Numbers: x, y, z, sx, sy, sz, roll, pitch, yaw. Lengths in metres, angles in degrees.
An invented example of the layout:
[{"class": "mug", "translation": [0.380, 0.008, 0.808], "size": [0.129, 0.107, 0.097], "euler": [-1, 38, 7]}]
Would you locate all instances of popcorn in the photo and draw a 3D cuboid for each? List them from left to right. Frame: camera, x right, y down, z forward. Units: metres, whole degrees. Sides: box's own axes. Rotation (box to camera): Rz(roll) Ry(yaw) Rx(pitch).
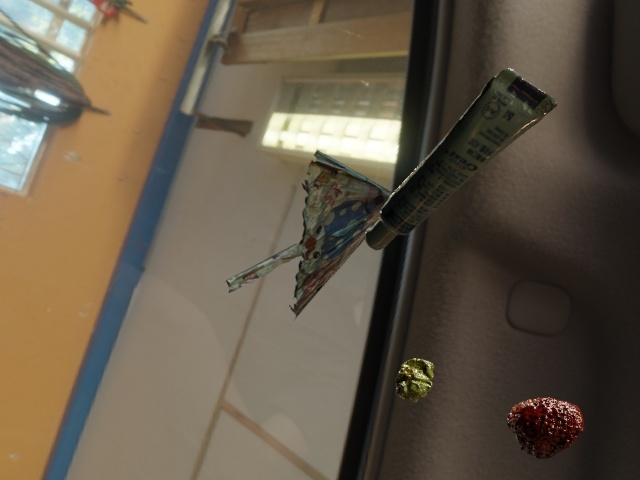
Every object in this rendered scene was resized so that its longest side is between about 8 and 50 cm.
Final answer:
[{"class": "popcorn", "translation": [0.165, 0.246, 1.174], "size": [0.083, 0.059, 0.068], "euler": [-57, -174, 0]}]

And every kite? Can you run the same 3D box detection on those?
[{"class": "kite", "translation": [0.000, 0.000, 1.097], "size": [0.014, 0.368, 0.406], "euler": [44, -34, 29]}]

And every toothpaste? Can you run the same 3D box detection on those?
[{"class": "toothpaste", "translation": [0.112, -0.061, 0.594], "size": [0.216, 0.062, 0.037], "euler": [-47, -150, 35]}]

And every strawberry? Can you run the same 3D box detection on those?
[{"class": "strawberry", "translation": [0.300, 0.246, 0.878], "size": [0.096, 0.083, 0.083], "euler": [-26, -126, 25]}]
